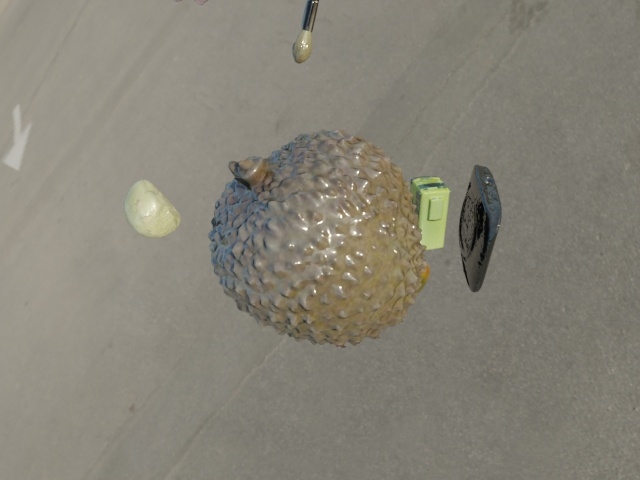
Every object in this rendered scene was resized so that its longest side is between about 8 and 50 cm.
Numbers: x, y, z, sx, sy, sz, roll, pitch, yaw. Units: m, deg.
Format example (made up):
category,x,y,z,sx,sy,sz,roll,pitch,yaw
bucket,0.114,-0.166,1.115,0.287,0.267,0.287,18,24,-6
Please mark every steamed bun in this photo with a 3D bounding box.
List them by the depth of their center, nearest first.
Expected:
category,x,y,z,sx,sy,sz,roll,pitch,yaw
steamed bun,-0.356,-0.060,1.192,0.091,0.130,0.112,-40,70,-5

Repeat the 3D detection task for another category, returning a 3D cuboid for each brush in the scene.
category,x,y,z,sx,sy,sz,roll,pitch,yaw
brush,-0.011,-0.511,1.168,0.042,0.038,0.300,-124,45,-68

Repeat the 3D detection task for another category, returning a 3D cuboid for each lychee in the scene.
category,x,y,z,sx,sy,sz,roll,pitch,yaw
lychee,0.000,0.000,1.016,0.380,0.432,0.381,-29,37,25

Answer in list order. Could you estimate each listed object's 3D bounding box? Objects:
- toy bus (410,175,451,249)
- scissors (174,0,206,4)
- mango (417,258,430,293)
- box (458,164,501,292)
category,x,y,z,sx,sy,sz,roll,pitch,yaw
toy bus,0.275,-0.070,1.478,0.101,0.088,0.175,-117,24,-60
scissors,-0.237,-0.550,1.117,0.212,0.110,0.021,-57,45,50
mango,0.221,0.144,1.883,0.289,0.129,0.146,-23,90,5
box,0.288,-0.022,1.067,0.042,0.201,0.213,5,41,2
